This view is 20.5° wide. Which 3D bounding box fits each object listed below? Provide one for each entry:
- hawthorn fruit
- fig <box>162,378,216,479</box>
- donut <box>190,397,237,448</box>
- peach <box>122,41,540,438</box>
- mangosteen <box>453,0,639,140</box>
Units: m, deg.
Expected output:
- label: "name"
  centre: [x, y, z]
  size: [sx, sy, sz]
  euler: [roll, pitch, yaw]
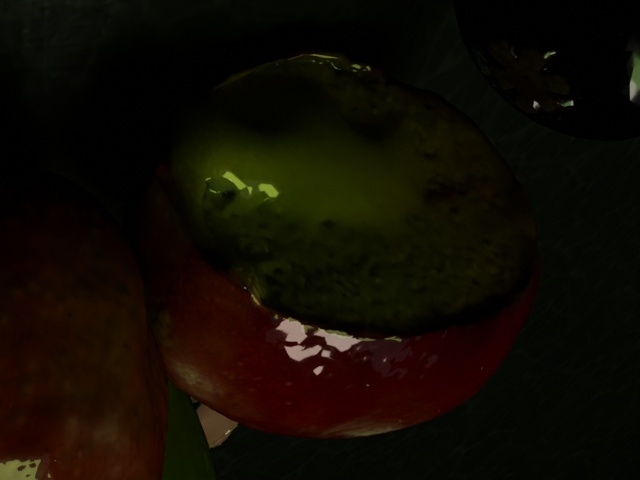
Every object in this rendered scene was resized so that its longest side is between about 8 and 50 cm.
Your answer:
- label: "hawthorn fruit"
  centre: [-0.214, 0.111, 1.052]
  size: [0.287, 0.330, 0.287]
  euler: [-13, 143, -9]
- label: "fig"
  centre: [-0.200, 0.207, 1.319]
  size: [0.316, 0.316, 0.316]
  euler: [-30, 156, -15]
- label: "donut"
  centre: [-0.043, 0.080, 1.534]
  size: [0.233, 0.085, 0.199]
  euler: [-26, 155, -21]
- label: "peach"
  centre: [0.000, 0.000, 1.236]
  size: [0.281, 0.281, 0.338]
  euler: [-39, 151, 6]
- label: "mangosteen"
  centre: [0.204, -0.186, 1.242]
  size: [0.243, 0.243, 0.243]
  euler: [-30, 156, -15]
